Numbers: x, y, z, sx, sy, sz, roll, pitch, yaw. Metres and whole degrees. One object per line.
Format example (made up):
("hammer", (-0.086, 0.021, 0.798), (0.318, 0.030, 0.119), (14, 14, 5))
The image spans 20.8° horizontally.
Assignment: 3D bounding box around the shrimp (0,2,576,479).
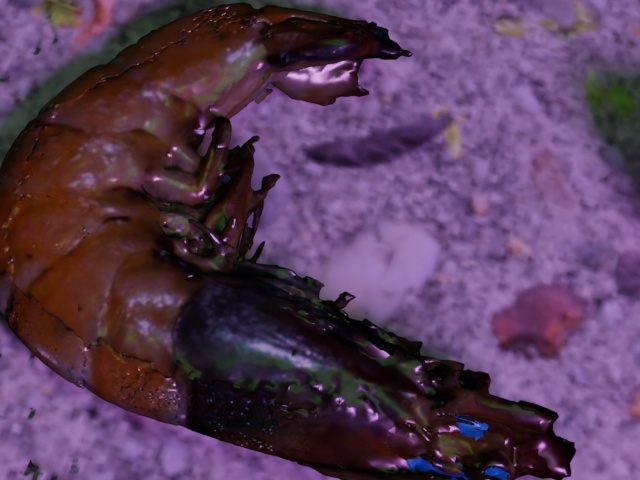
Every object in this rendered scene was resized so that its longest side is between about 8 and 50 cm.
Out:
("shrimp", (0.000, 0.000, 0.779), (0.290, 0.054, 0.222), (27, 66, 11))
